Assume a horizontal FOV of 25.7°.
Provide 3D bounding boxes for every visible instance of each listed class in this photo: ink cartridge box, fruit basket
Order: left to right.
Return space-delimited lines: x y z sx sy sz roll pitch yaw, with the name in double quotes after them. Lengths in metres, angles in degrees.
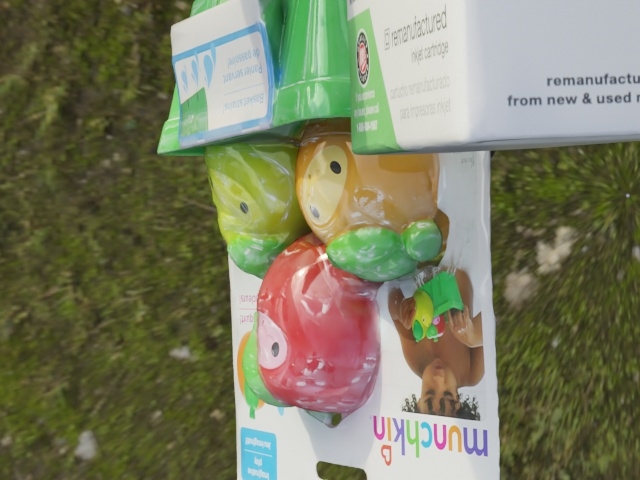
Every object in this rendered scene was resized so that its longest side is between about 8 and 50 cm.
0.000 0.000 0.881 0.165 0.327 0.353 5 86 -29 "fruit basket"
0.083 -0.184 0.610 0.122 0.211 0.289 -3 92 -10 "ink cartridge box"

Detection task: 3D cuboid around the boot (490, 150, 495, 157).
0.109 -0.225 1.425 0.112 0.115 0.305 -18 118 -24 "boot"
